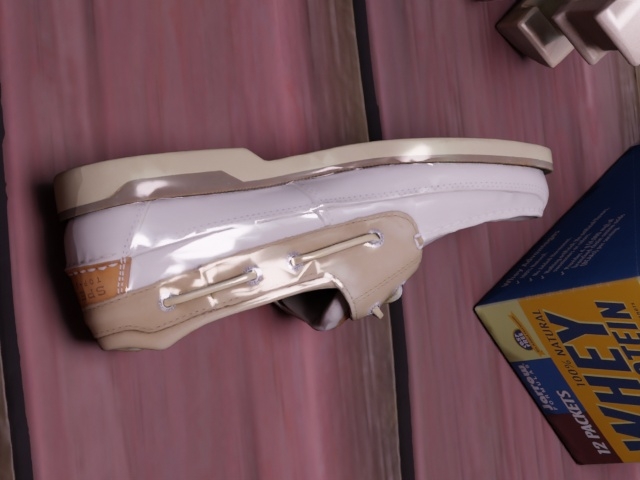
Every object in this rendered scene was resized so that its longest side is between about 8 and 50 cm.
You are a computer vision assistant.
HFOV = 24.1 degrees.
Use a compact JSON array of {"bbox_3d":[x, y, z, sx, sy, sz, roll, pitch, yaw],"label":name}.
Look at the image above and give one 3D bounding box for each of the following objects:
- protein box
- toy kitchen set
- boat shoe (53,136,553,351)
[{"bbox_3d":[0.250,0.026,0.952,0.200,0.201,0.136,-42,104,-31],"label":"protein box"},{"bbox_3d":[0.143,-0.223,0.932,0.122,0.166,0.207,-45,106,-7],"label":"toy kitchen set"},{"bbox_3d":[0.000,0.000,0.860,0.302,0.113,0.103,-6,86,-23],"label":"boat shoe"}]
